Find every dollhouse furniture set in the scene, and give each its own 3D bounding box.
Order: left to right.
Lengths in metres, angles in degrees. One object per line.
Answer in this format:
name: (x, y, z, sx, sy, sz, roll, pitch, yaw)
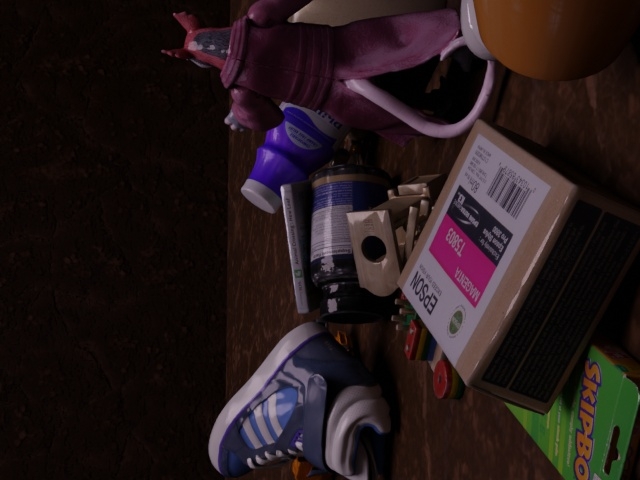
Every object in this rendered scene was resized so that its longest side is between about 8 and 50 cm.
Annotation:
dollhouse furniture set: (0.151, -0.012, 1.174, 0.161, 0.182, 0.101, -3, 105, 35)

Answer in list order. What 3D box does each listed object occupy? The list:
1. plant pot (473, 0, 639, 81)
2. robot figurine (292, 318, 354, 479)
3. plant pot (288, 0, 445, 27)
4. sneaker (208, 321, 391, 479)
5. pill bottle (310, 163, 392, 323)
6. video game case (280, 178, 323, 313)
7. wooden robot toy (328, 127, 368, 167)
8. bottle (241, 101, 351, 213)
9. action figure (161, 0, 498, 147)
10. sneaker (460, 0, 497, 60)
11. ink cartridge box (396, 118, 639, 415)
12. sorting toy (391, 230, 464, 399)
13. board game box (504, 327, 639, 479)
plant pot: (0.196, -0.235, 0.793, 0.188, 0.205, 0.205, 87, 179, -57)
robot figurine: (0.001, 0.269, 1.672, 0.211, 0.085, 0.291, -100, 19, -46)
plant pot: (0.044, -0.332, 1.444, 0.284, 0.191, 0.284, -176, 90, -76)
sneaker: (-0.023, 0.305, 1.478, 0.236, 0.130, 0.322, 50, 119, 31)
pill bottle: (0.046, 0.008, 1.476, 0.123, 0.123, 0.219, 132, 139, -70)
video game case: (0.000, 0.000, 1.564, 0.212, 0.023, 0.193, -19, -77, -67)
wooden robot toy: (0.047, -0.166, 1.657, 0.173, 0.076, 0.079, -102, 32, -50)
bottle: (-0.023, -0.174, 1.595, 0.283, 0.118, 0.092, -56, 2, -14)
action figure: (-0.007, -0.196, 1.216, 0.275, 0.370, 0.248, -106, 25, -60)
sneaker: (0.202, -0.336, 0.981, 0.169, 0.108, 0.292, -178, 83, -75)
ink cartridge box: (0.172, 0.013, 0.911, 0.193, 0.088, 0.234, -64, 19, 13)
sorting toy: (0.129, 0.076, 1.267, 0.274, 0.046, 0.132, -111, 29, -62)
board game box: (0.218, 0.130, 0.889, 0.259, 0.039, 0.124, -116, 32, -70)
